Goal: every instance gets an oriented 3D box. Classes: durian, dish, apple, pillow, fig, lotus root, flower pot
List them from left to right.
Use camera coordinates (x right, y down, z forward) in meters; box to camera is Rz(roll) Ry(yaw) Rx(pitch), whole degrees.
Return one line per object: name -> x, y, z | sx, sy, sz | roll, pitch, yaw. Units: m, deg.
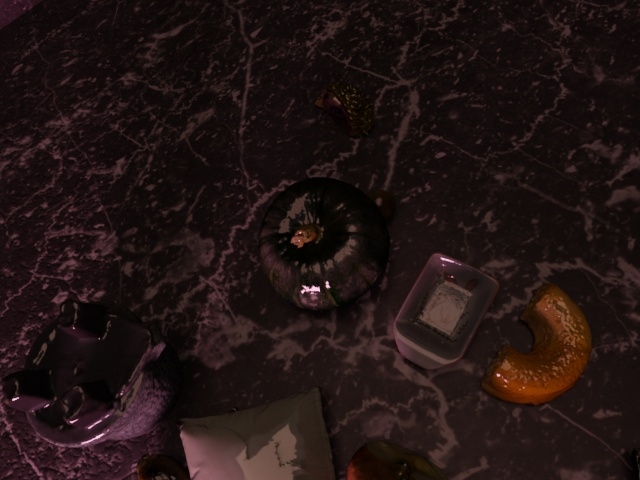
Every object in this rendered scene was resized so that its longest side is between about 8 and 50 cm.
flower pot -> -0.441, 0.264, 0.981 | 0.299, 0.283, 0.299 | -5, 65, 12
lotus root -> -0.304, 0.499, 0.957 | 0.179, 0.080, 0.089 | 32, 77, 21
pillow -> -0.109, 0.462, 0.906 | 0.312, 0.119, 0.310 | -16, 70, 2
durian -> 0.073, -0.368, 1.239 | 0.119, 0.108, 0.187 | -39, 64, -5
fig -> 0.133, -0.084, 1.125 | 0.088, 0.074, 0.074 | 12, 68, 41
apple -> 0.136, 0.449, 0.830 | 0.195, 0.173, 0.160 | 19, 70, 24
dish -> 0.253, 0.156, 0.992 | 0.154, 0.064, 0.234 | 28, 74, 22

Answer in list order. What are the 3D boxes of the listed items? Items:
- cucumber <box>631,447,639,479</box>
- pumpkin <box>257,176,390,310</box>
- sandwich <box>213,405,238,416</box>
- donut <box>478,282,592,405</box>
cucumber -> 0.564, 0.471, 0.796 | 0.070, 0.046, 0.220 | 5, 69, 13
pumpkin -> 0.000, 0.000, 1.038 | 0.300, 0.207, 0.300 | -8, 66, 18
sandwich -> -0.215, 0.406, 1.008 | 0.101, 0.026, 0.069 | -27, 65, 1
donut -> 0.442, 0.212, 0.915 | 0.152, 0.101, 0.259 | 33, 73, 17
